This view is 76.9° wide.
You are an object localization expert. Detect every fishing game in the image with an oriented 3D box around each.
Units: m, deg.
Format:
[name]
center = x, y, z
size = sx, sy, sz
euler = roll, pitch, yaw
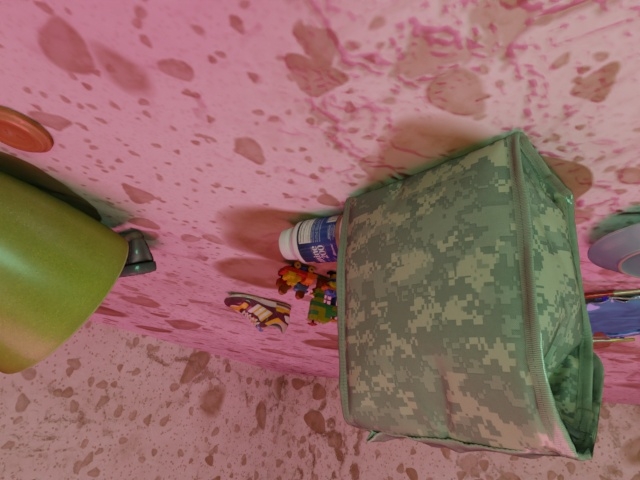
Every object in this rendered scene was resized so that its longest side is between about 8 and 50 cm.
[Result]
[fishing game]
center = 0.545, 0.136, 0.742
size = 0.189, 0.041, 0.264
euler = -10, 145, 21

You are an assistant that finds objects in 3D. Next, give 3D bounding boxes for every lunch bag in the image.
[lunch bag]
center = 0.142, 0.072, 0.434
size = 0.168, 0.287, 0.235
euler = 28, 150, -35

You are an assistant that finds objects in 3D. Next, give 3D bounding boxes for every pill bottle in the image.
[pill bottle]
center = 0.000, 0.000, 0.595
size = 0.120, 0.067, 0.067
euler = -7, 152, 32

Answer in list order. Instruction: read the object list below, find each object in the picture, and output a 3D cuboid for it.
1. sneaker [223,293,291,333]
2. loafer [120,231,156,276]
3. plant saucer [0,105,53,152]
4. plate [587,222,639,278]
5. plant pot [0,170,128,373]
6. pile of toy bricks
[sneaker]
center = -0.173, 0.199, 1.088
size = 0.185, 0.084, 0.069
euler = 13, 156, -9
[loafer]
center = -0.430, 0.032, 0.841
size = 0.267, 0.084, 0.096
euler = -5, -176, 38
[plant saucer]
center = -0.378, -0.134, 0.498
size = 0.083, 0.013, 0.083
euler = 8, 157, 3
[plate]
center = 0.432, 0.017, 0.482
size = 0.188, 0.024, 0.188
euler = 6, 157, 3
[plant pot]
center = -0.504, 0.004, 0.599
size = 0.274, 0.275, 0.293
euler = -7, 136, 33
[pile of toy bricks]
center = 0.001, 0.127, 0.833
size = 0.212, 0.105, 0.118
euler = 20, 154, -23
